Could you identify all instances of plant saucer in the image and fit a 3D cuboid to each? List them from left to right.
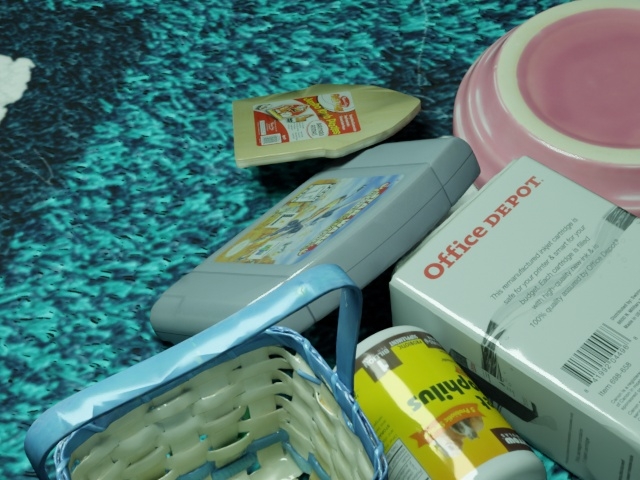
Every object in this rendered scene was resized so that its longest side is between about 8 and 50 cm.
[{"bbox_3d":[0.301,-0.139,1.374,0.332,0.084,0.332,-2,48,2],"label":"plant saucer"}]

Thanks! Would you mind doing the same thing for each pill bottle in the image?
[{"bbox_3d":[0.101,0.177,1.094,0.117,0.117,0.215,-27,53,-18],"label":"pill bottle"}]

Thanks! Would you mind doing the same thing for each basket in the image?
[{"bbox_3d":[-0.081,0.163,1.005,0.255,0.289,0.201,-25,57,-20],"label":"basket"}]

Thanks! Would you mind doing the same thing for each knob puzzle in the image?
[{"bbox_3d":[0.008,-0.117,1.389,0.213,0.030,0.213,-7,25,3],"label":"knob puzzle"}]

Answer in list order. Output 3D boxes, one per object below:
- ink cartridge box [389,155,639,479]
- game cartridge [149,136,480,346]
[{"bbox_3d":[0.223,0.073,1.175,0.273,0.114,0.197,34,60,29],"label":"ink cartridge box"},{"bbox_3d":[0.000,0.000,1.232,0.297,0.062,0.198,-39,16,-26],"label":"game cartridge"}]
